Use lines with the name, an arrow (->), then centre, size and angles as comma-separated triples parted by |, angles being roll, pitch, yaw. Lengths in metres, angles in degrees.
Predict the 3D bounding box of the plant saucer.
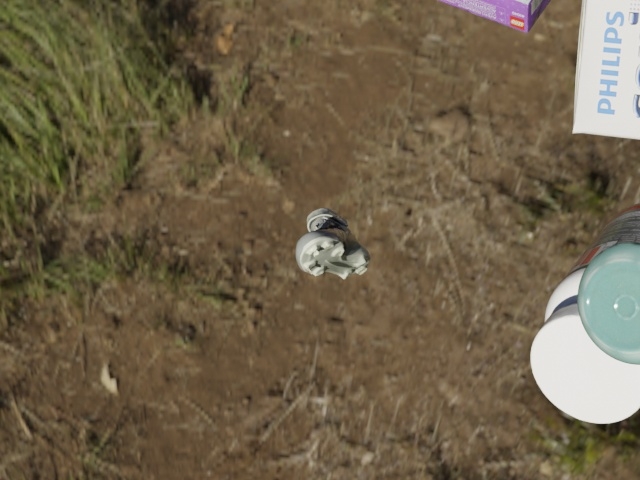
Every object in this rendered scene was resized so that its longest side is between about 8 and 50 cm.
plant saucer -> 0.296, 0.062, 1.217 | 0.119, 0.119, 0.021 | 45, 31, 24

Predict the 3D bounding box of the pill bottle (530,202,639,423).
pill bottle -> 0.457, 0.102, 1.878 | 0.210, 0.210, 0.363 | 31, 38, 16

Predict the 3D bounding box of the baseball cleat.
baseball cleat -> 0.000, 0.000, 1.792 | 0.072, 0.206, 0.109 | -38, 68, 10

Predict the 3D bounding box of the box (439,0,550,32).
box -> 0.248, -0.414, 1.639 | 0.201, 0.057, 0.293 | 26, 64, 23

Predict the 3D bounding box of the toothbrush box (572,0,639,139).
toothbrush box -> 0.295, -0.107, 0.604 | 0.295, 0.126, 0.216 | 11, 17, 25
